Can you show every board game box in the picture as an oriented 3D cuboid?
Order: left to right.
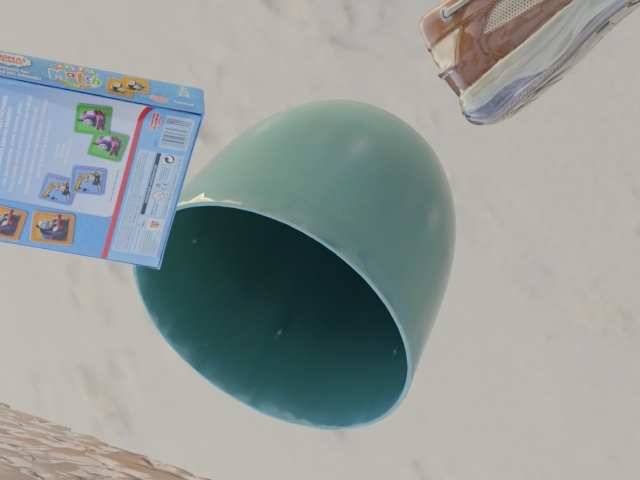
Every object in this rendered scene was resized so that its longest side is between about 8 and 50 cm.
[{"bbox_3d":[-0.209,-0.063,1.240,0.039,0.212,0.160,-97,21,-49],"label":"board game box"}]

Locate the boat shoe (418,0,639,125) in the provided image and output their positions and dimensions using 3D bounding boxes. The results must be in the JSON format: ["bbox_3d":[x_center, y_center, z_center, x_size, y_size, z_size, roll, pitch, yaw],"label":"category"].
[{"bbox_3d":[0.208,-0.223,1.202,0.116,0.324,0.123,51,-170,7],"label":"boat shoe"}]

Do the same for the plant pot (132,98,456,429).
[{"bbox_3d":[0.000,0.000,1.595,0.293,0.235,0.293,19,140,17],"label":"plant pot"}]

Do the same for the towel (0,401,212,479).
[{"bbox_3d":[-0.163,0.109,0.664,0.332,0.317,0.053,13,88,36],"label":"towel"}]
